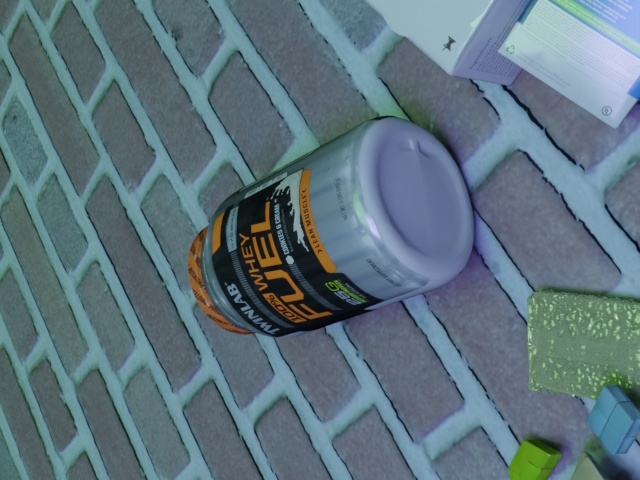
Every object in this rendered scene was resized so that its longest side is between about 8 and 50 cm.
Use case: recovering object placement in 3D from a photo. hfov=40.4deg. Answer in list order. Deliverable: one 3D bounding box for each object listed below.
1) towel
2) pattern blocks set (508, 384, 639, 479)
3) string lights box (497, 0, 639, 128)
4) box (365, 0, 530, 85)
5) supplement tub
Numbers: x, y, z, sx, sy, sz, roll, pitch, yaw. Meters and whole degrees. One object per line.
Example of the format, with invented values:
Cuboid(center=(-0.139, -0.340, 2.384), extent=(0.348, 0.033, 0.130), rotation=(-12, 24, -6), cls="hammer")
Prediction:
Cuboid(center=(0.270, 0.105, 0.861), extent=(0.148, 0.027, 0.110), rotation=(1, 91, 45), cls="towel")
Cuboid(center=(0.257, 0.310, 0.816), extent=(0.285, 0.026, 0.324), rotation=(-110, 30, -42), cls="pattern blocks set")
Cuboid(center=(0.288, -0.245, 0.767), extent=(0.133, 0.077, 0.259), rotation=(37, 118, 10), cls="string lights box")
Cuboid(center=(0.154, -0.286, 0.893), extent=(0.181, 0.119, 0.182), rotation=(49, 123, 30), cls="box")
Cuboid(center=(0.000, 0.000, 0.999), extent=(0.316, 0.194, 0.193), rotation=(-25, 75, 42), cls="supplement tub")
